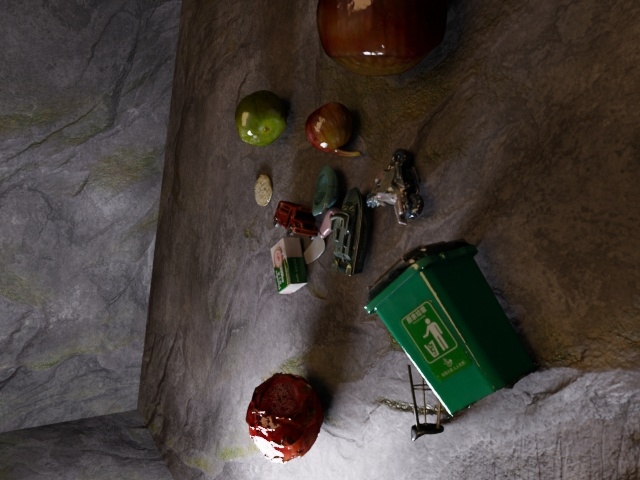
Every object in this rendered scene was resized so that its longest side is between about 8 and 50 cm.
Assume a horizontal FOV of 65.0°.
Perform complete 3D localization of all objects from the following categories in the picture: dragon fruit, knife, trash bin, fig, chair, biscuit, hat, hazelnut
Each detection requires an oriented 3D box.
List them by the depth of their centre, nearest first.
[{"bbox_3d":[0.331,0.206,1.254,0.259,0.295,0.381,-48,63,41],"label":"trash bin"},{"bbox_3d":[0.301,0.454,1.414,0.095,0.104,0.221,-3,84,37],"label":"chair"},{"bbox_3d":[0.157,-0.664,1.415,0.421,0.353,0.420,-19,-90,-87],"label":"hazelnut"},{"bbox_3d":[0.042,-0.364,1.754,0.175,0.175,0.207,-20,92,52],"label":"fig"},{"bbox_3d":[0.029,-0.172,1.816,0.138,0.078,0.190,-10,68,66],"label":"hat"},{"bbox_3d":[-0.133,0.646,1.837,0.296,0.296,0.301,36,121,48],"label":"dragon fruit"},{"bbox_3d":[0.001,0.002,1.897,0.081,0.043,0.336,62,141,28],"label":"knife"},{"bbox_3d":[-0.260,-0.550,2.109,0.233,0.233,0.314,-39,54,46],"label":"fig"},{"bbox_3d":[-0.259,-0.227,2.261,0.152,0.020,0.152,-2,88,54],"label":"biscuit"}]

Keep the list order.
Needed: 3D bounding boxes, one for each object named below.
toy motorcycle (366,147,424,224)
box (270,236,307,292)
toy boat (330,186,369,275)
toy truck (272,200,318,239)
[{"bbox_3d":[0.220,-0.140,1.539,0.204,0.108,0.239,-40,33,40],"label":"toy motorcycle"},{"bbox_3d":[-0.127,0.099,2.010,0.135,0.081,0.199,-40,55,55],"label":"box"},{"bbox_3d":[0.098,-0.032,1.679,0.114,0.122,0.296,12,98,54],"label":"toy boat"},{"bbox_3d":[-0.093,-0.083,1.927,0.253,0.108,0.114,27,104,63],"label":"toy truck"}]
